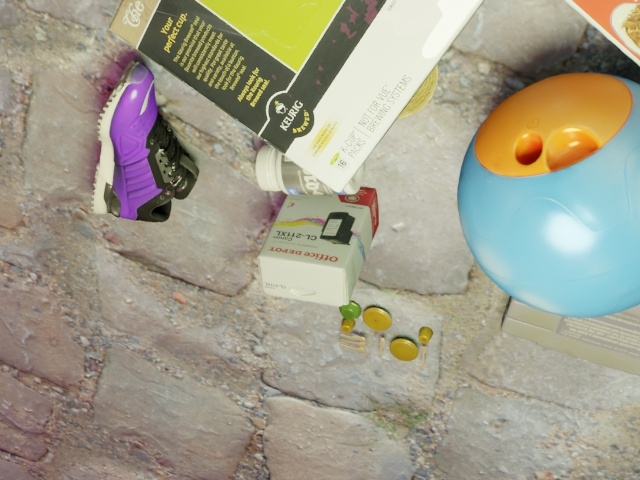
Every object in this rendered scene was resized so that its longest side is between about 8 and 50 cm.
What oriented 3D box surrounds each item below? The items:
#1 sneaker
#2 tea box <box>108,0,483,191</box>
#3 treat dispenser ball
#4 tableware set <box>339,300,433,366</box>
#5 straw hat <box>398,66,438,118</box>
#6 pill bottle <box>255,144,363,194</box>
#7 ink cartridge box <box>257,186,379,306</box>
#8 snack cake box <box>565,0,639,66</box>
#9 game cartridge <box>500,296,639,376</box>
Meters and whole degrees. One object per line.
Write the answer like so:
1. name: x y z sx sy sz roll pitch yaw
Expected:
1. sneaker: -0.242 -0.131 1.535 0.146 0.102 0.293 19 140 -1
2. tea box: 0.003 -0.295 1.149 0.323 0.220 0.329 36 128 -3
3. treat dispenser ball: 0.305 -0.053 1.246 0.288 0.288 0.288 11 134 12
4. tableware set: 0.103 0.144 1.698 0.154 0.024 0.104 12 131 13
5. straw hat: 0.089 -0.231 1.330 0.144 0.061 0.144 11 123 17
6. pill bottle: -0.016 -0.102 1.477 0.137 0.078 0.078 0 131 22
7. ink cartridge box: 0.000 0.000 1.496 0.127 0.175 0.072 8 133 14
8. snack cake box: 0.390 -0.256 1.135 0.264 0.089 0.152 37 158 -13
9. game cartridge: 0.451 0.095 1.489 0.355 0.068 0.230 17 139 6
